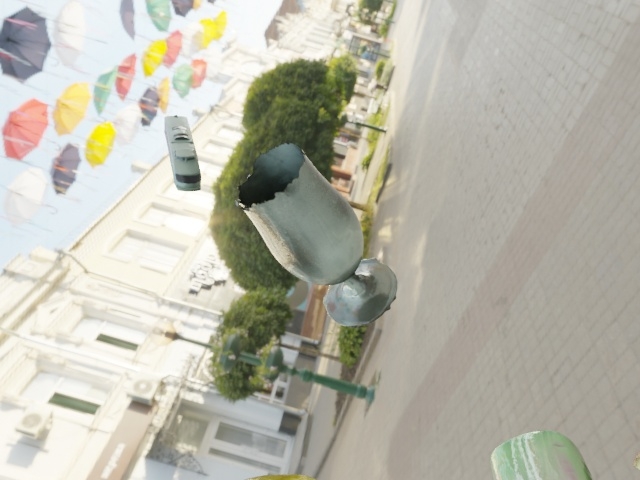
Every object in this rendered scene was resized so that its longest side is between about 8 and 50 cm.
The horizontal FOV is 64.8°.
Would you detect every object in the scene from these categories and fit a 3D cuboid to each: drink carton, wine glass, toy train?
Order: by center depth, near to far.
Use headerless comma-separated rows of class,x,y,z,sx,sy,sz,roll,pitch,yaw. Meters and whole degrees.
wine glass,0.000,0.000,0.549,0.222,0.103,0.103,53,-140,-40
drink carton,0.260,0.309,0.570,0.144,0.146,0.142,-29,16,17
toy train,-0.232,-0.148,0.848,0.207,0.043,0.047,-116,30,-45

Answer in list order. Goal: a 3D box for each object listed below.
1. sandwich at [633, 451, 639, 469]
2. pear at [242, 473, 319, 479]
sandwich,0.602,0.297,0.771,0.258,0.096,0.094,-53,48,16
pear,-0.068,0.468,0.636,0.304,0.304,0.303,-164,90,-89
